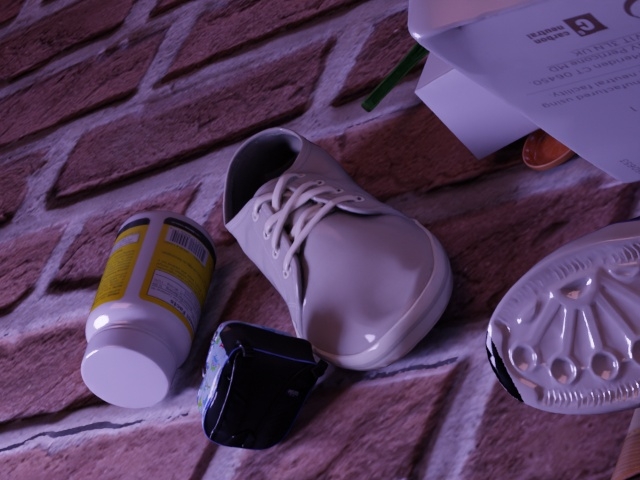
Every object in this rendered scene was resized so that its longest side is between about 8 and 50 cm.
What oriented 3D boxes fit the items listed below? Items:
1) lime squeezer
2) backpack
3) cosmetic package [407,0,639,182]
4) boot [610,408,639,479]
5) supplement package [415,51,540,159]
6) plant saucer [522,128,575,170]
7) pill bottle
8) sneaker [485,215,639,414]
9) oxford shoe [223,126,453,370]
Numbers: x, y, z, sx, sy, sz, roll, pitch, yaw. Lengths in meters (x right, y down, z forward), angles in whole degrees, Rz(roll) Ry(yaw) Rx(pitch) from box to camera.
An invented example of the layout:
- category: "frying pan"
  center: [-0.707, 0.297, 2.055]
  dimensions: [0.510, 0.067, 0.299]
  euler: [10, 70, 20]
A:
- category: "lime squeezer"
  center: [0.162, -0.254, 2.038]
  dimensions: [0.310, 0.059, 0.110]
  euler: [-44, 21, 8]
- category: "backpack"
  center: [-0.065, 0.139, 1.786]
  dimensions: [0.084, 0.105, 0.114]
  euler: [-116, 45, -58]
- category: "cosmetic package"
  center: [0.291, -0.304, 1.435]
  dimensions: [0.329, 0.327, 0.393]
  euler: [-15, 62, 36]
- category: "boot"
  center: [0.298, 0.189, 1.234]
  dimensions: [0.248, 0.090, 0.206]
  euler: [-19, 50, 42]
- category: "supplement package"
  center: [0.182, -0.188, 1.853]
  dimensions: [0.105, 0.105, 0.179]
  euler: [-27, 27, 38]
- category: "plant saucer"
  center: [0.230, -0.099, 1.779]
  dimensions: [0.083, 0.013, 0.083]
  euler: [-37, 27, 23]
- category: "pill bottle"
  center: [-0.192, 0.076, 2.056]
  dimensions: [0.119, 0.119, 0.208]
  euler: [-28, 32, 34]
- category: "sneaker"
  center: [0.301, 0.019, 1.352]
  dimensions: [0.323, 0.130, 0.236]
  euler: [-31, -10, 33]
- category: "oxford shoe"
  center: [0.000, 0.000, 1.864]
  dimensions: [0.169, 0.130, 0.449]
  euler: [-45, 27, 2]
